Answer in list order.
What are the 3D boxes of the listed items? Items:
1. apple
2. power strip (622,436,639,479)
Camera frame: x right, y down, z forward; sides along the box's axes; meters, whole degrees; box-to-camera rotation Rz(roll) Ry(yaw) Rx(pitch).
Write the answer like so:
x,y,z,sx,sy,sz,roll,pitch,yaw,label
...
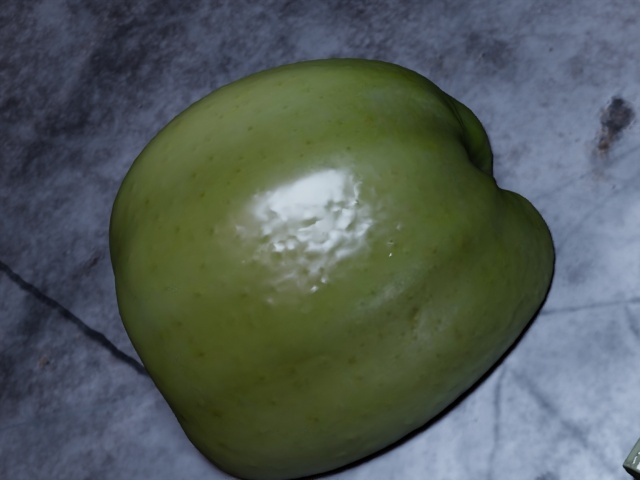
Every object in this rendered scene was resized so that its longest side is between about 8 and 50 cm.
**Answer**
x,y,z,sx,sy,sz,roll,pitch,yaw,label
0.000,0.000,1.183,0.360,0.312,0.320,-29,98,11,apple
0.310,0.115,0.992,0.092,0.034,0.268,28,77,35,power strip
